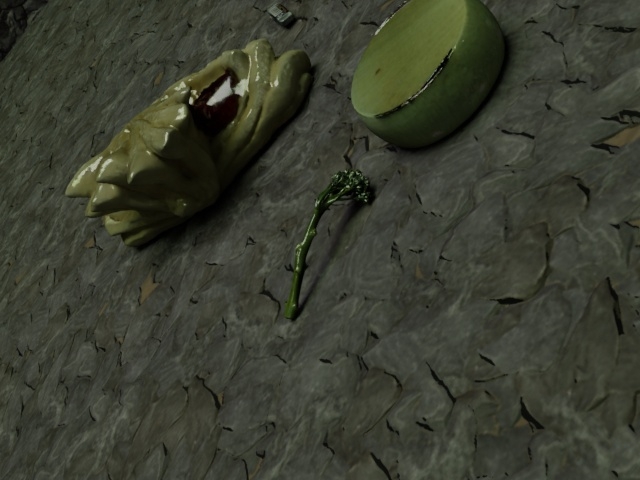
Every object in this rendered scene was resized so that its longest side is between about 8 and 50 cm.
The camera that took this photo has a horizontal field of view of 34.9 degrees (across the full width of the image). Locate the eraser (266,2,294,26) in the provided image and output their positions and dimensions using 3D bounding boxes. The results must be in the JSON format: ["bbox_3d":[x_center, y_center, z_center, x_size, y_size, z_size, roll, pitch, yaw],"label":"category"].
[{"bbox_3d":[-0.064,-0.366,1.655,0.027,0.019,0.099,-37,31,-1],"label":"eraser"}]

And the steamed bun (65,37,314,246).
[{"bbox_3d":[-0.220,-0.126,1.468,0.428,0.189,0.247,-32,43,32],"label":"steamed bun"}]

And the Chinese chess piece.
[{"bbox_3d":[0.120,-0.194,1.152,0.188,0.083,0.188,-34,38,31],"label":"Chinese chess piece"}]

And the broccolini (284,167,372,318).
[{"bbox_3d":[-0.005,-0.005,1.154,0.194,0.052,0.054,-60,26,-10],"label":"broccolini"}]
